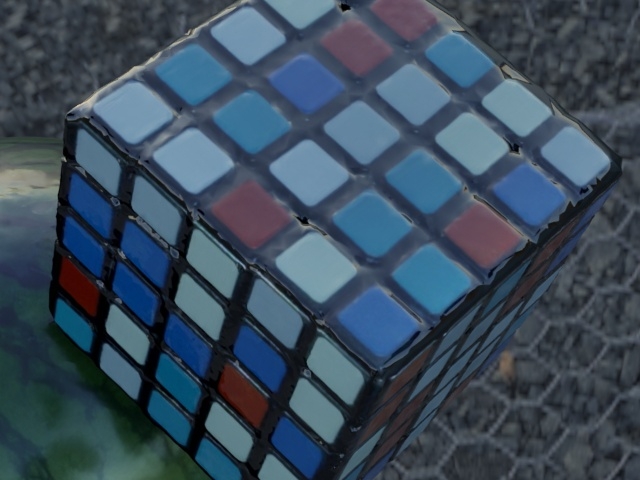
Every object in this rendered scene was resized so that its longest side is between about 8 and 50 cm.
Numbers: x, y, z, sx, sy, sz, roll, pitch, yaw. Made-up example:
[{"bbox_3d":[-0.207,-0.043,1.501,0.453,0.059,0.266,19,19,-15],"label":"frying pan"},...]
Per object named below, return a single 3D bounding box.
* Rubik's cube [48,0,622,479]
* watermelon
[{"bbox_3d":[0.000,0.000,0.732,0.182,0.184,0.187,41,58,14],"label":"Rubik's cube"},{"bbox_3d":[-0.172,0.105,0.950,0.363,0.363,0.363,-3,64,6],"label":"watermelon"}]
